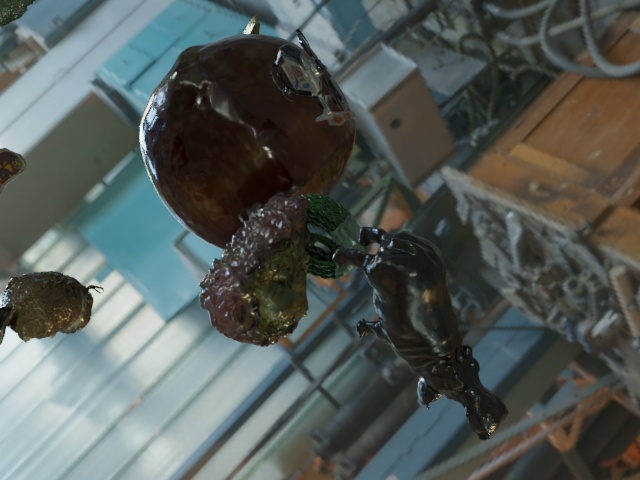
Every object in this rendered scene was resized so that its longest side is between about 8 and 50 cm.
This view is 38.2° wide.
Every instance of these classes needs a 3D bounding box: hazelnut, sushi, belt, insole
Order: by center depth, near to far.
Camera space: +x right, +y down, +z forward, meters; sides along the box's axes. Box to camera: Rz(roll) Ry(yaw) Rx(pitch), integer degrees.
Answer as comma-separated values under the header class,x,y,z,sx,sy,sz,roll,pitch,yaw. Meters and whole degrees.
class,x,y,z,sx,sy,sz,roll,pitch,yaw
sushi,-0.074,0.057,1.464,0.107,0.241,0.161,22,162,40
belt,0.000,0.000,1.515,0.151,0.121,0.079,35,-147,-5
insole,-0.554,-0.100,1.550,0.197,0.004,0.065,-28,117,36
hazelnut,-0.142,-0.194,1.793,0.421,0.421,0.353,48,-166,-24

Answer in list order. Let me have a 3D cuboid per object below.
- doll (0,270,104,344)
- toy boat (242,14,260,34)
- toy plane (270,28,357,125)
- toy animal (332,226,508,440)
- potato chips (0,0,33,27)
class,x,y,z,sx,sy,sz,roll,pitch,yaw
doll,-0.446,0.102,1.464,0.105,0.115,0.221,55,-158,14
toy boat,-0.128,-0.400,1.947,0.172,0.066,0.065,75,-177,-56
toy plane,-0.017,-0.247,1.466,0.197,0.078,0.053,52,-148,-40
toy animal,0.143,0.129,1.312,0.168,0.106,0.343,1,127,48
potato chips,-0.541,-0.403,1.521,0.167,0.228,0.059,36,148,15
